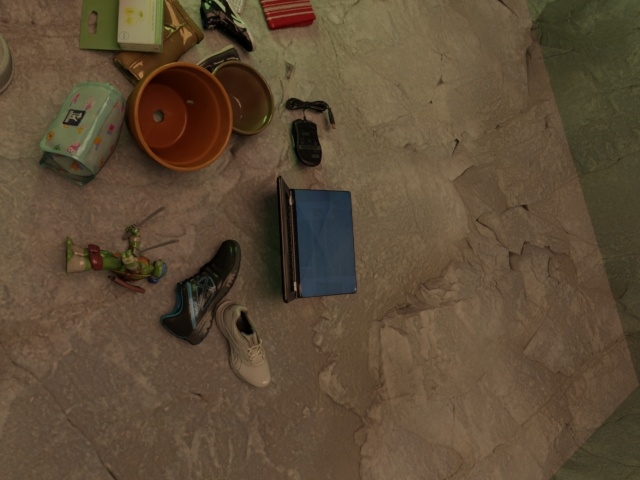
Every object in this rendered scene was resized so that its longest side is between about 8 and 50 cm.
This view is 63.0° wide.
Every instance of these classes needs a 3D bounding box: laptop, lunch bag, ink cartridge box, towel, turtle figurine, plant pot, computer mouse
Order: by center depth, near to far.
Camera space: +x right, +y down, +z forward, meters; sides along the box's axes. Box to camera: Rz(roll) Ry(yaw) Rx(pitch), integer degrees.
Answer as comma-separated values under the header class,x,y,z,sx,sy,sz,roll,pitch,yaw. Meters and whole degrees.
class,x,y,z,sx,sy,sz,roll,pitch,yaw
lunch bag,-0.613,-0.280,1.367,0.160,0.262,0.224,30,71,-26
turtle figurine,-0.546,0.009,1.425,0.266,0.275,0.198,3,50,-27
ink cartridge box,-0.569,-0.631,1.493,0.234,0.056,0.171,1,81,-9
plant pot,-0.426,-0.352,1.494,0.290,0.203,0.291,-12,109,-38
plant pot,-0.274,-0.440,1.670,0.237,0.109,0.238,10,75,-39
laptop,0.000,0.000,1.741,0.236,0.408,0.382,-4,86,2
towel,-0.142,-0.890,1.850,0.198,0.031,0.275,-23,95,-29
computer mouse,-0.025,-0.379,1.859,0.184,0.060,0.262,-8,78,-28

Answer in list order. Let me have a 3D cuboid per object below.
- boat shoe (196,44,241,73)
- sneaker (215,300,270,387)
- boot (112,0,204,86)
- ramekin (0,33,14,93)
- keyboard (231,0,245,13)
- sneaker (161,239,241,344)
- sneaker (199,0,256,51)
class,x,y,z,sx,sy,sz,roll,pitch,yaw
boat shoe,-0.337,-0.558,1.673,0.206,0.075,0.065,-44,105,-32
sneaker,-0.230,0.330,1.623,0.111,0.129,0.297,-31,103,-32
boot,-0.514,-0.613,1.563,0.236,0.089,0.269,45,68,-13
ramekin,-0.885,-0.466,1.308,0.207,0.109,0.207,4,83,-32
keyboard,-0.367,-0.838,1.716,0.255,0.014,0.072,18,76,-29
sneaker,-0.350,0.135,1.571,0.139,0.125,0.341,31,68,-21
sneaker,-0.315,-0.694,1.706,0.121,0.079,0.217,-37,99,-22
